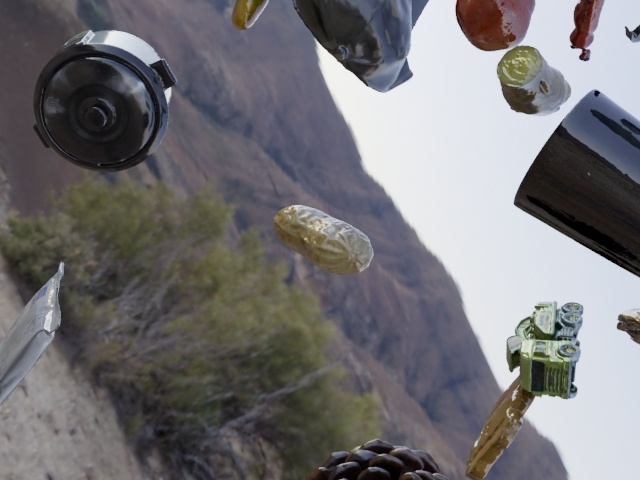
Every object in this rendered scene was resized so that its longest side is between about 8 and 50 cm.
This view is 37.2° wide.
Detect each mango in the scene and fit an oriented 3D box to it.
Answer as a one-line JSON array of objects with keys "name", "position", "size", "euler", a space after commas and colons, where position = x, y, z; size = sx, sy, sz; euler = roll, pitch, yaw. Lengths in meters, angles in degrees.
[{"name": "mango", "position": [-0.137, -0.454, 1.846], "size": [0.057, 0.079, 0.114], "euler": [31, 56, -19]}]

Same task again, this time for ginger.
[{"name": "ginger", "position": [0.427, -0.313, 1.923], "size": [0.263, 0.116, 0.109], "euler": [15, 86, -62]}]

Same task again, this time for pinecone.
[{"name": "pinecone", "position": [0.075, 0.378, 1.213], "size": [0.292, 0.246, 0.246], "euler": [102, -35, -77]}]

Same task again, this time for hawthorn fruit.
[{"name": "hawthorn fruit", "position": [0.256, -0.343, 1.406], "size": [0.128, 0.128, 0.128], "euler": [156, -90, -89]}]

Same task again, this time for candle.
[{"name": "candle", "position": [0.497, -0.456, 1.727], "size": [0.329, 0.051, 0.048], "euler": [86, 8, -57]}]

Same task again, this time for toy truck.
[{"name": "toy truck", "position": [0.358, 0.168, 1.526], "size": [0.191, 0.116, 0.085], "euler": [-60, 150, -57]}]

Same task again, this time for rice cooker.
[{"name": "rice cooker", "position": [-0.397, -0.261, 1.759], "size": [0.227, 0.280, 0.241], "euler": [-95, 161, -65]}]

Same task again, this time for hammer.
[{"name": "hammer", "position": [0.464, -0.335, 1.272], "size": [0.017, 0.062, 0.182], "euler": [55, -34, 25]}]

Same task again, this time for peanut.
[{"name": "peanut", "position": [0.000, 0.000, 1.591], "size": [0.194, 0.093, 0.083], "euler": [24, -46, 27]}]

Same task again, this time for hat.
[{"name": "hat", "position": [0.125, -0.504, 1.770], "size": [0.366, 0.381, 0.257], "euler": [35, 10, -26]}]

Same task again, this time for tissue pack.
[{"name": "tissue pack", "position": [-0.365, 0.128, 1.156], "size": [0.026, 0.193, 0.122], "euler": [29, 24, -27]}]

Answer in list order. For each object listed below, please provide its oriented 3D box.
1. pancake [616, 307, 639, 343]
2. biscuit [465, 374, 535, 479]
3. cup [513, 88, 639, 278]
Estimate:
[{"name": "pancake", "position": [0.647, 0.164, 1.465], "size": [0.382, 0.382, 0.071], "euler": [80, 26, -84]}, {"name": "biscuit", "position": [0.299, 0.295, 1.568], "size": [0.035, 0.184, 0.249], "euler": [34, 29, 8]}, {"name": "cup", "position": [0.356, -0.086, 1.079], "size": [0.177, 0.166, 0.239], "euler": [37, -50, 17]}]
